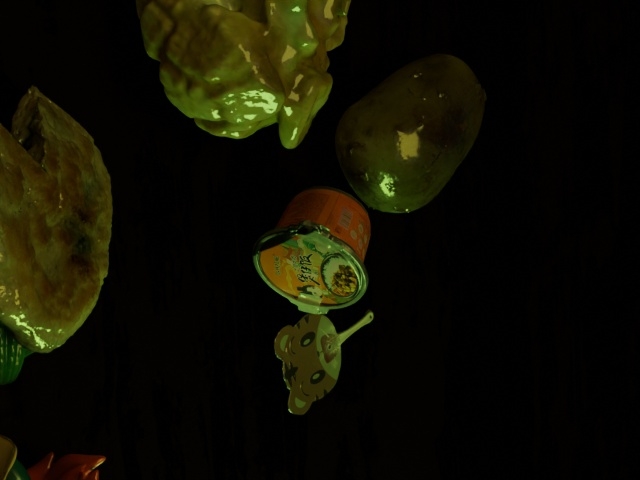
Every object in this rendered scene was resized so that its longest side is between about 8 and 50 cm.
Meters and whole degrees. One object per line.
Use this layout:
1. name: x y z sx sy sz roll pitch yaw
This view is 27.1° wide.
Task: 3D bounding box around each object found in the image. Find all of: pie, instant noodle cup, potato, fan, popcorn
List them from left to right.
1. pie: -0.335 -0.026 1.595 0.337 0.075 0.338 -10 90 -73
2. popcorn: -0.097 -0.302 1.798 0.334 0.293 0.292 -60 176 -20
3. instant noodle cup: 0.000 0.000 1.983 0.177 0.208 0.125 23 53 -3
4. fan: 0.013 0.170 2.116 0.226 0.008 0.153 -31 116 -39
5. potato: 0.150 -0.173 2.107 0.307 0.173 0.210 -48 124 -29

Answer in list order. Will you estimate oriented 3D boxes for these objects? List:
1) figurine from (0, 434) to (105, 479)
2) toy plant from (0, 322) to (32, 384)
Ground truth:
1. figurine: -0.365 0.341 1.619 0.208 0.181 0.257 -85 154 -44
2. toy plant: -0.414 0.062 1.592 0.154 0.088 0.240 -38 117 -39
